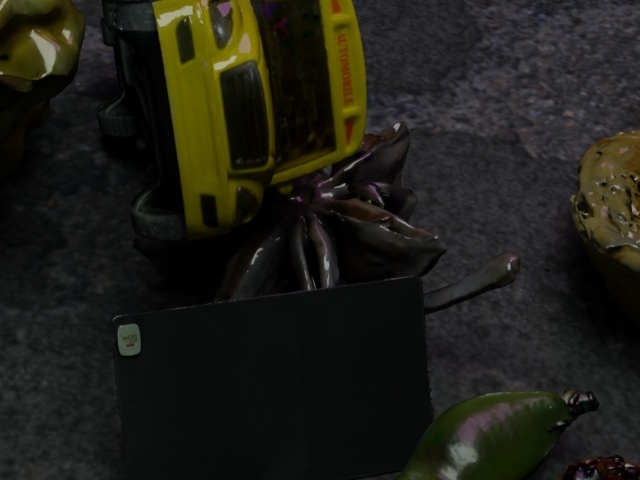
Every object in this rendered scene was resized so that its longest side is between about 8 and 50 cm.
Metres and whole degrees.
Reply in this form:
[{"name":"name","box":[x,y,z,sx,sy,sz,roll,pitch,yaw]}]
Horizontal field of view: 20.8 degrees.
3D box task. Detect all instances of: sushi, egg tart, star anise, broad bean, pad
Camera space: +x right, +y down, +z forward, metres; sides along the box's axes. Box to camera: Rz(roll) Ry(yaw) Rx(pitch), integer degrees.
[{"name":"sushi","box":[0.165,0.148,1.015,0.099,0.047,0.050,-15,46,-30]},{"name":"egg tart","box":[0.278,0.010,1.166,0.252,0.098,0.232,-5,38,-25]},{"name":"star anise","box":[0.001,0.001,1.102,0.209,0.089,0.231,-35,54,-26]},{"name":"broad bean","box":[0.076,0.133,1.007,0.213,0.048,0.070,-20,53,-29]},{"name":"pad","box":[-0.023,0.087,1.000,0.193,0.116,0.004,-7,6,-22]}]

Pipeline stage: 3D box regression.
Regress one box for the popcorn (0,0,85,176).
[{"name":"popcorn","box":[-0.313,-0.148,1.064,0.321,0.325,0.290,59,39,-11]}]

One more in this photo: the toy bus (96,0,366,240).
[{"name":"toy bus","box":[-0.065,-0.114,1.077,0.152,0.144,0.330,-10,20,-9]}]
